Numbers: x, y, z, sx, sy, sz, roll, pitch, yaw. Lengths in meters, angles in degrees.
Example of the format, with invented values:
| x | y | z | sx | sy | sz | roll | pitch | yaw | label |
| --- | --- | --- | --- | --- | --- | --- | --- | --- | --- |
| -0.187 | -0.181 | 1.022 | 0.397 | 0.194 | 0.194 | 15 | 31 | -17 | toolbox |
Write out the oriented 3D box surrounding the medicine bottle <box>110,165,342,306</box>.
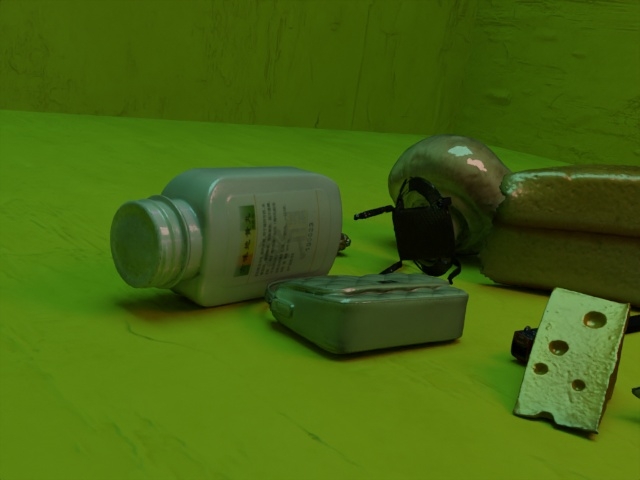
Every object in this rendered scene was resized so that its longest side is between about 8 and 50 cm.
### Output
| x | y | z | sx | sy | sz | roll | pitch | yaw | label |
| --- | --- | --- | --- | --- | --- | --- | --- | --- | --- |
| -0.118 | -0.008 | 1.057 | 0.124 | 0.179 | 0.324 | 20 | 19 | 38 | medicine bottle |

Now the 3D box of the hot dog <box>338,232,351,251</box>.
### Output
| x | y | z | sx | sy | sz | roll | pitch | yaw | label |
| --- | --- | --- | --- | --- | --- | --- | --- | --- | --- |
| 0.000 | 0.000 | 1.404 | 0.122 | 0.037 | 0.049 | 12 | 25 | 37 | hot dog |

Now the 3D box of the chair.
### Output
| x | y | z | sx | sy | sz | roll | pitch | yaw | label |
| --- | --- | --- | --- | --- | --- | --- | --- | --- | --- |
| 0.157 | -0.011 | 1.267 | 0.149 | 0.174 | 0.213 | -6 | 12 | 21 | chair |

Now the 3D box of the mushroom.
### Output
| x | y | z | sx | sy | sz | roll | pitch | yaw | label |
| --- | --- | --- | --- | --- | --- | --- | --- | --- | --- |
| 0.243 | -0.064 | 1.452 | 0.260 | 0.254 | 0.234 | 11 | 50 | 27 | mushroom |

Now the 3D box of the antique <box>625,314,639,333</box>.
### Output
| x | y | z | sx | sy | sz | roll | pitch | yaw | label |
| --- | --- | --- | --- | --- | --- | --- | --- | --- | --- |
| 0.458 | 0.130 | 1.177 | 0.192 | 0.015 | 0.031 | -3 | 18 | -38 | antique |

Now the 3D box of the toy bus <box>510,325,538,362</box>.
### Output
| x | y | z | sx | sy | sz | roll | pitch | yaw | label |
| --- | --- | --- | --- | --- | --- | --- | --- | --- | --- |
| 0.291 | 0.133 | 1.009 | 0.110 | 0.043 | 0.031 | -1 | 20 | -40 | toy bus |

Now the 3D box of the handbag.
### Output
| x | y | z | sx | sy | sz | roll | pitch | yaw | label |
| --- | --- | --- | --- | --- | --- | --- | --- | --- | --- |
| 0.049 | 0.077 | 1.037 | 0.256 | 0.079 | 0.219 | -1 | 13 | -38 | handbag |

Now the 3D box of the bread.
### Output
| x | y | z | sx | sy | sz | roll | pitch | yaw | label |
| --- | --- | --- | --- | --- | --- | --- | --- | --- | --- |
| 0.458 | -0.028 | 1.363 | 0.362 | 0.233 | 0.245 | 8 | 14 | 3 | bread |

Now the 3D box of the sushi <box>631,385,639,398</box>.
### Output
| x | y | z | sx | sy | sz | roll | pitch | yaw | label |
| --- | --- | --- | --- | --- | --- | --- | --- | --- | --- |
| 0.485 | 0.181 | 0.825 | 0.273 | 0.134 | 0.109 | 0 | -6 | 33 | sushi |

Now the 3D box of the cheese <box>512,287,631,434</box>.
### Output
| x | y | z | sx | sy | sz | roll | pitch | yaw | label |
| --- | --- | --- | --- | --- | --- | --- | --- | --- | --- |
| 0.284 | 0.155 | 0.879 | 0.093 | 0.126 | 0.171 | 13 | 35 | 23 | cheese |
